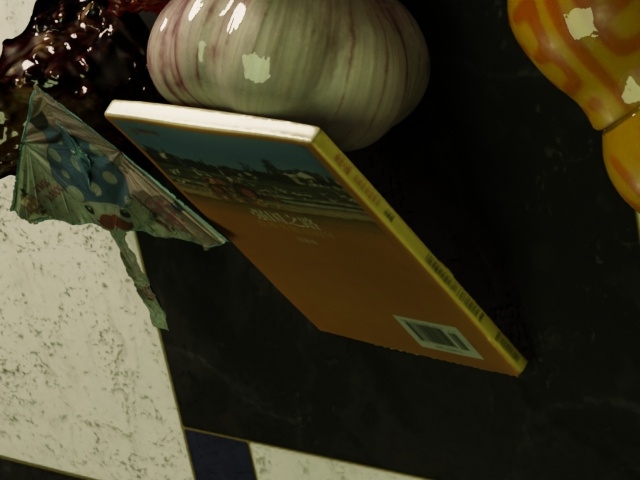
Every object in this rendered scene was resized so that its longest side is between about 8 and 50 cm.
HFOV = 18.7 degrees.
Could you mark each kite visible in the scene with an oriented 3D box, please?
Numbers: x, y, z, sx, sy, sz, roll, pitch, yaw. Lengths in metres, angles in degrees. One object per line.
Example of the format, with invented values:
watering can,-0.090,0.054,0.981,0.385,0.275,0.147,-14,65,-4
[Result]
kite,-0.211,-0.025,1.922,0.335,0.011,0.314,10,136,43

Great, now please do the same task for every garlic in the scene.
garlic,-0.005,-0.204,1.692,0.245,0.245,0.253,22,94,35

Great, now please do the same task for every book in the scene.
book,0.000,0.000,1.751,0.262,0.028,0.374,12,154,43

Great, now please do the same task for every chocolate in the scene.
chocolate,-0.280,-0.131,1.996,0.206,0.177,0.224,22,128,34

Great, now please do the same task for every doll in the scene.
doll,0.256,-0.135,1.492,0.269,0.162,0.167,52,131,-1

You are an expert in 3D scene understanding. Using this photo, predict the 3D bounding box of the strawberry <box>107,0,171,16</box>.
strawberry,-0.201,-0.326,1.778,0.274,0.220,0.274,22,124,38
